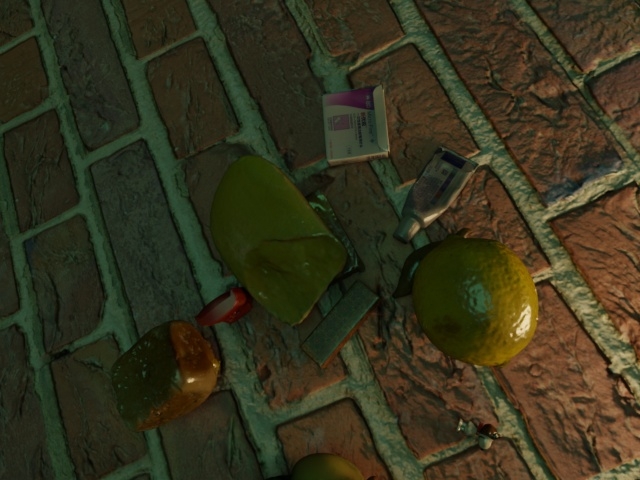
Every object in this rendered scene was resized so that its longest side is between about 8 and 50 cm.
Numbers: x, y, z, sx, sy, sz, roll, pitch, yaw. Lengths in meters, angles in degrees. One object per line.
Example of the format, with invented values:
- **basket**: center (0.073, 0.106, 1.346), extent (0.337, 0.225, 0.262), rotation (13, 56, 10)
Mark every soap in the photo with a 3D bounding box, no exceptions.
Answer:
- **soap**: center (-0.139, -0.018, 1.039), extent (0.427, 0.115, 0.306), rotation (45, 123, 29)
- **soap**: center (0.000, 0.001, 1.077), extent (0.135, 0.076, 0.233), rotation (-29, 73, 6)

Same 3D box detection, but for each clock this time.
- **clock**: center (-0.228, 0.167, 1.046), extent (0.113, 0.155, 0.061), rotation (-37, 81, 2)

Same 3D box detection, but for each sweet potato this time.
- **sweet potato**: center (0.257, 0.042, 1.022), extent (0.249, 0.059, 0.069), rotation (-42, 92, -4)

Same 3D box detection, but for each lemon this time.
- **lemon**: center (0.317, 0.121, 0.890), extent (0.268, 0.267, 0.267), rotation (-3, 76, 12)

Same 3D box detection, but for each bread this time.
- **bread**: center (-0.369, 0.325, 1.030), extent (0.246, 0.176, 0.195), rotation (-40, 61, 16)

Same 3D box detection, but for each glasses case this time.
- **glasses case**: center (0.051, 0.201, 1.030), extent (0.075, 0.049, 0.218), rotation (40, 87, 25)

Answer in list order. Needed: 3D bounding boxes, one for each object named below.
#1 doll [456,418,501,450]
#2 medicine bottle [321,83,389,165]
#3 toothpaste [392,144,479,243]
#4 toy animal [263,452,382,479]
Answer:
- **doll**: center (0.340, 0.411, 0.923), extent (0.085, 0.040, 0.058), rotation (37, 97, 17)
- **medicine bottle**: center (0.094, -0.308, 1.145), extent (0.171, 0.052, 0.201), rotation (-6, 77, 11)
- **toothpaste**: center (0.271, -0.111, 1.058), extent (0.099, 0.068, 0.282), rotation (40, 76, -12)
- **toy animal**: center (-0.008, 0.555, 0.889), extent (0.338, 0.216, 0.191), rotation (-20, 46, 10)
